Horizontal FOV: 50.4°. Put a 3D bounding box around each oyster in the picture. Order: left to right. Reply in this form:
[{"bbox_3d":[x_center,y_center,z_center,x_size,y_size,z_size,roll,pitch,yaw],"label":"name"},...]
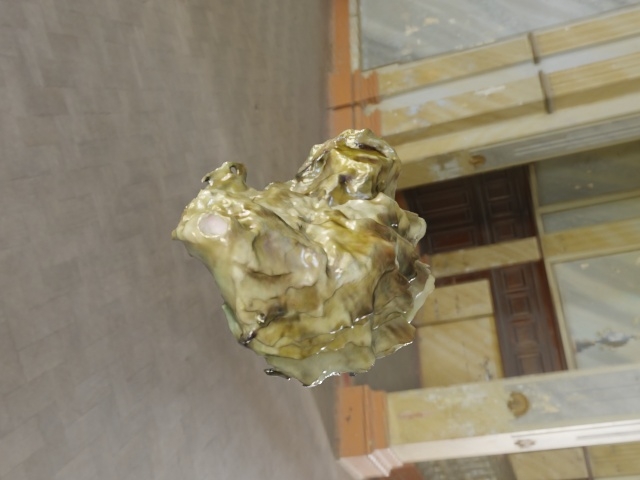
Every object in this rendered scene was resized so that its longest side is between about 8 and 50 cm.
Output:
[{"bbox_3d":[0.001,-0.001,0.614,0.351,0.114,0.238,-4,58,-56],"label":"oyster"}]
